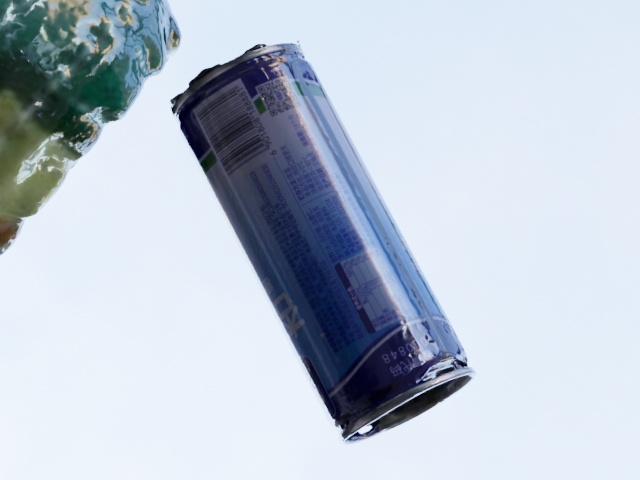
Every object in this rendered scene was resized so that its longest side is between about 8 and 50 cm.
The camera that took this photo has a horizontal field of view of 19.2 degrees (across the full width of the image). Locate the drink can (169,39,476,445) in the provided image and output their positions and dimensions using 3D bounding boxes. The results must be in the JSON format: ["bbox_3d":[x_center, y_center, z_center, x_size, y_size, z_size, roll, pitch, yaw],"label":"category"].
[{"bbox_3d":[0.000,0.000,1.153,0.097,0.097,0.235,-40,-107,40],"label":"drink can"}]

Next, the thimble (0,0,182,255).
[{"bbox_3d":[-0.232,-0.104,1.323,0.167,0.254,0.288,41,-15,-8],"label":"thimble"}]
